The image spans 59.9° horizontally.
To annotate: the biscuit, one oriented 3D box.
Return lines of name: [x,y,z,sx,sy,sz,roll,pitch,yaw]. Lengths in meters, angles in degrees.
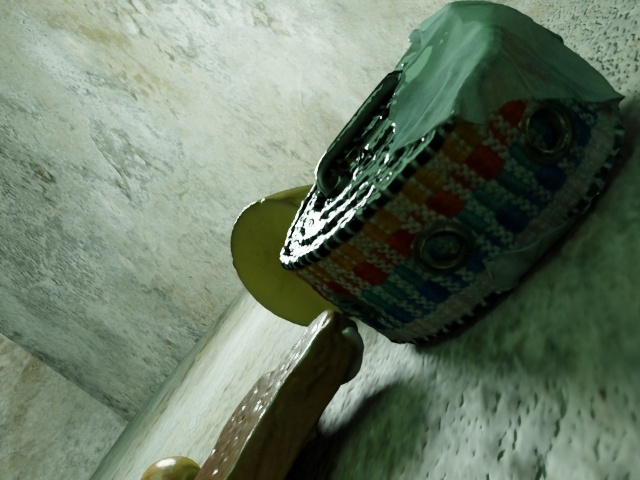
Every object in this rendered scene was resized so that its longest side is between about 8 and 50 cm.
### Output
biscuit: [-0.102,0.260,0.409,0.432,0.064,0.283,-56,3,-40]

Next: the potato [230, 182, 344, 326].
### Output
potato: [0.000,0.000,0.715,0.158,0.178,0.203,-38,-22,-43]

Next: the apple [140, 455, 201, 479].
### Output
apple: [-0.167,0.288,0.633,0.071,0.084,0.084,-26,17,21]

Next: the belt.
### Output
belt: [0.086,-0.049,0.426,0.257,0.150,0.207,-50,16,19]
